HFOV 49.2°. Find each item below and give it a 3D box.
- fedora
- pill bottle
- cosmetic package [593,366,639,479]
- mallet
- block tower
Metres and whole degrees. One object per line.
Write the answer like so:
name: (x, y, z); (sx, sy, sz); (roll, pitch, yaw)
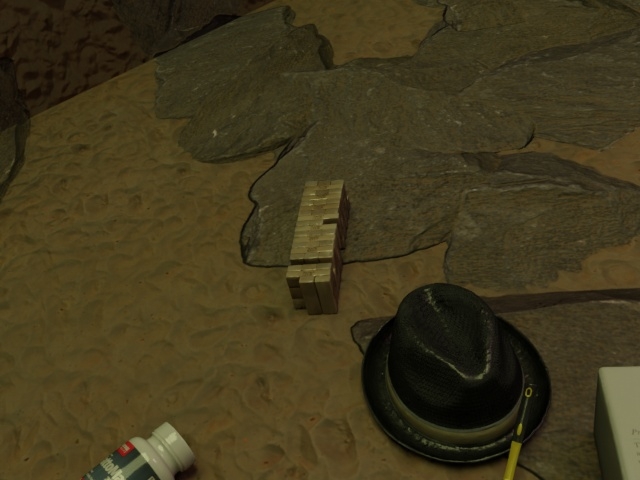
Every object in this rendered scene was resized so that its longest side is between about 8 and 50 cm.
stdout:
fedora: (0.209, 0.183, 1.131); (0.334, 0.152, 0.334); (-9, 40, 7)
pill bottle: (-0.291, 0.373, 1.092); (0.180, 0.108, 0.108); (-37, 45, -26)
cosmetic package: (0.479, 0.370, 0.822); (0.230, 0.161, 0.453); (-3, 41, 13)
mallet: (0.273, 0.297, 1.012); (0.062, 0.039, 0.189); (4, 70, 23)
block tower: (0.000, 0.000, 1.457); (0.091, 0.097, 0.335); (-4, 39, 11)
